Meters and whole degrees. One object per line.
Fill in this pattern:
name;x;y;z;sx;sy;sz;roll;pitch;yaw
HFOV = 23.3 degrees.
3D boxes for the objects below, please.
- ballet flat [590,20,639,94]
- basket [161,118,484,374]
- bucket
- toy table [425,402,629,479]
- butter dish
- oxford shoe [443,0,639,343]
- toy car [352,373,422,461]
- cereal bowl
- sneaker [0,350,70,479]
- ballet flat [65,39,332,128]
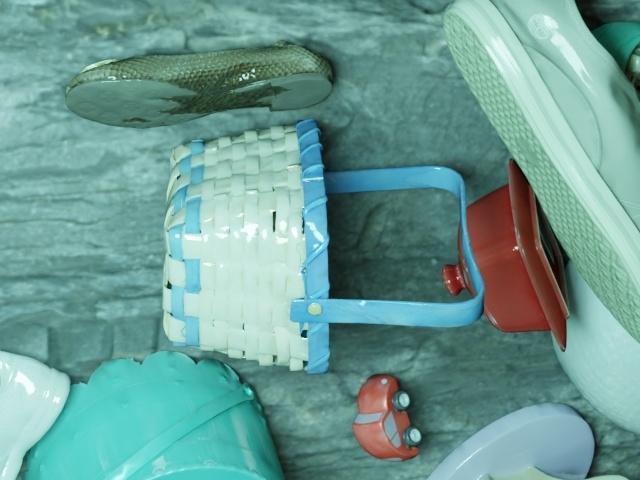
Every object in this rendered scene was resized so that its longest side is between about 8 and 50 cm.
ballet flat;0.387;-0.174;1.592;0.247;0.087;0.083;1;117;-22
basket;0.000;0.000;1.449;0.289;0.255;0.201;-3;119;2
bucket;-0.159;0.271;1.572;0.281;0.183;0.281;-9;121;-16
toy table;0.229;0.331;1.772;0.252;0.161;0.274;28;104;-31
butter dish;0.183;0.026;1.607;0.118;0.160;0.160;-17;125;16
oxford shoe;0.280;-0.066;1.519;0.130;0.169;0.449;-33;102;-11
toy car;0.107;0.286;1.662;0.053;0.225;0.239;-22;128;-39
cereal bowl;0.434;0.096;1.710;0.339;0.141;0.339;-7;124;-10
sneaker;-0.339;0.201;1.540;0.094;0.080;0.212;30;97;-20
ballet flat;-0.112;-0.151;1.437;0.250;0.058;0.084;-6;155;-12
